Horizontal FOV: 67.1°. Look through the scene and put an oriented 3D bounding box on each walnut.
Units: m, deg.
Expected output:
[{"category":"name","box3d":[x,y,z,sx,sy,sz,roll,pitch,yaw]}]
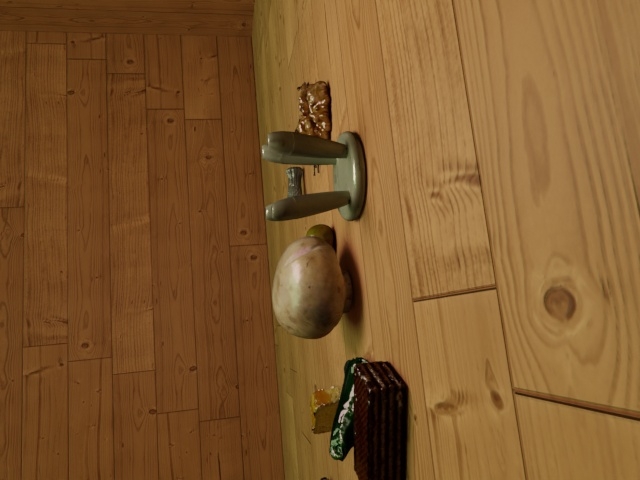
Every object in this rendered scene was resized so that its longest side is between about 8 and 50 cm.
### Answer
[{"category":"walnut","box3d":[-0.020,-0.333,1.281,0.143,0.069,0.170,-165,71,-64]}]

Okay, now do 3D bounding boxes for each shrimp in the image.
[{"category":"shrimp","box3d":[-0.063,-0.421,1.557,0.195,0.035,0.147,121,142,-59]}]

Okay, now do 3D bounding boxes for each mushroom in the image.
[{"category":"mushroom","box3d":[-0.021,0.107,1.140,0.255,0.184,0.254,178,90,-82]}]

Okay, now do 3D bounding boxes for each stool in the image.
[{"category":"stool","box3d":[-0.021,-0.137,1.039,0.195,0.199,0.195,-170,78,-79]}]

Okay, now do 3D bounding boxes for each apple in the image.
[{"category":"apple","box3d":[0.000,0.000,1.286,0.089,0.075,0.089,4,-90,-82]}]

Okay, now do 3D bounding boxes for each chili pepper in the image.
[{"category":"chili pepper","box3d":[0.064,0.334,0.976,0.108,0.062,0.216,99,-174,-51]}]

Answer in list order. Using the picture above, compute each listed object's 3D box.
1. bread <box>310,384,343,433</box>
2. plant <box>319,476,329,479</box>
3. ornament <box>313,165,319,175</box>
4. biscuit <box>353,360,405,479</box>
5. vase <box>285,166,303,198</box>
[{"category":"bread","box3d":[0.026,0.422,1.208,0.187,0.103,0.065,93,170,-49]},{"category":"plant","box3d":[-0.017,0.804,1.508,0.104,0.122,0.116,-94,-5,-81]},{"category":"ornament","box3d":[-0.014,-0.257,1.397,0.073,0.028,0.125,-107,16,-48]},{"category":"biscuit","box3d":[0.105,0.350,0.873,0.106,0.070,0.251,-132,39,-74]},{"category":"vase","box3d":[-0.088,-0.181,1.676,0.081,0.081,0.148,148,123,-77]}]
